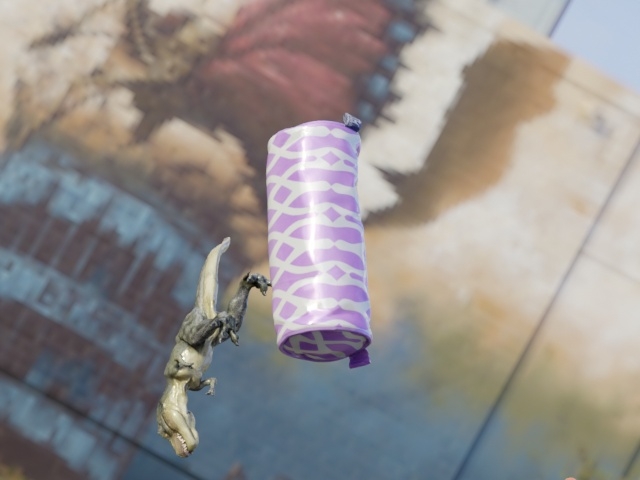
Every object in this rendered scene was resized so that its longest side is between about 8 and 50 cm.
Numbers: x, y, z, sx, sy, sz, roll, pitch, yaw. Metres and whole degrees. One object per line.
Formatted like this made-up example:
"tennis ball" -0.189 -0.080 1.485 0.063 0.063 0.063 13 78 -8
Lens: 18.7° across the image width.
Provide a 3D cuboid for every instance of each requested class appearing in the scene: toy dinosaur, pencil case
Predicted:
"toy dinosaur" -0.106 0.083 1.957 0.064 0.268 0.118 32 -37 -23
"pencil case" 0.000 0.000 1.638 0.086 0.206 0.088 -14 -26 31

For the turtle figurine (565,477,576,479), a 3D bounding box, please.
"turtle figurine" 0.115 0.271 1.393 0.217 0.269 0.087 8 -48 -5
